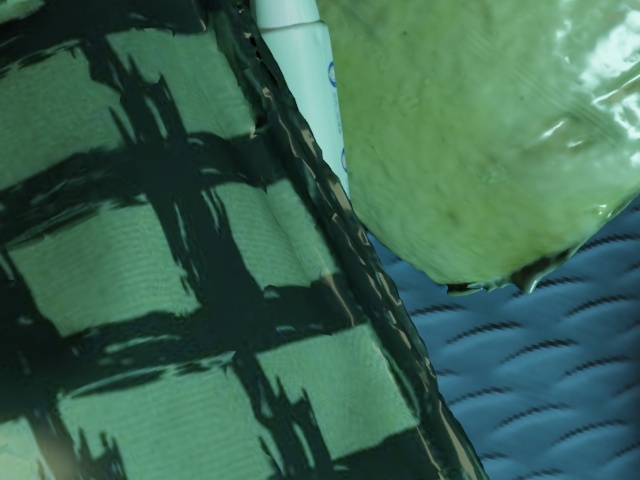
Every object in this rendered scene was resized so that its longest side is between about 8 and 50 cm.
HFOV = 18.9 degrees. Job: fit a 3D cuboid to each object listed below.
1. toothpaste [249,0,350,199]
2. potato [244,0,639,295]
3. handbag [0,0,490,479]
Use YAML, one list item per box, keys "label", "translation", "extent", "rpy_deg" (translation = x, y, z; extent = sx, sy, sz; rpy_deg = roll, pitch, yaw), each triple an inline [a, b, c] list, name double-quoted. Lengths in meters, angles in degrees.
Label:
- label: "toothpaste"
  translation: [0.000, 0.000, 0.782]
  extent: [0.033, 0.052, 0.218]
  rpy_deg: [-12, 99, -17]
- label: "potato"
  translation: [0.040, -0.135, 0.796]
  extent: [0.264, 0.189, 0.211]
  rpy_deg: [30, 64, -18]
- label: "handbag"
  translation: [-0.144, 0.020, 0.675]
  extent: [0.325, 0.162, 0.327]
  rpy_deg: [-16, 78, -33]
